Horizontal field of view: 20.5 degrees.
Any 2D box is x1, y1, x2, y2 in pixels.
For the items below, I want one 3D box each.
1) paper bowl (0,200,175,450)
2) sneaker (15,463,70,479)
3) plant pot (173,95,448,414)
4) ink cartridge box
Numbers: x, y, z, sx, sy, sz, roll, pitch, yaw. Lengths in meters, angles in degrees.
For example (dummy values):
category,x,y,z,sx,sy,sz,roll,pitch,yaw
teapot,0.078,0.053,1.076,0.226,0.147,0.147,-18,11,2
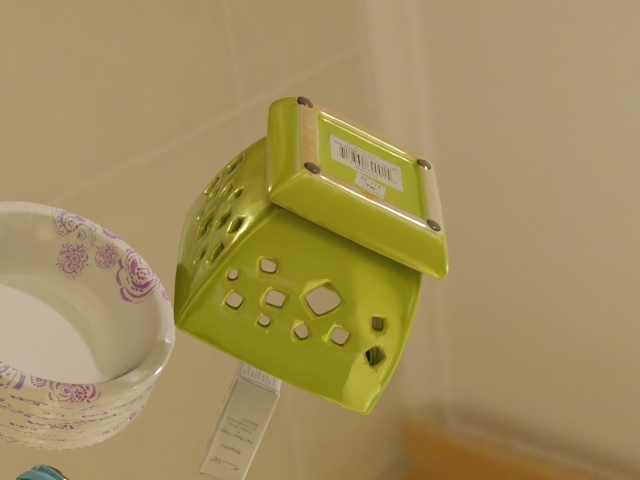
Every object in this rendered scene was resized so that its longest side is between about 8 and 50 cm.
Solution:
category,x,y,z,sx,sy,sz,roll,pitch,yaw
paper bowl,-0.310,0.104,1.896,0.284,0.284,0.148,44,-50,17
sneaker,-0.326,0.400,2.044,0.104,0.125,0.261,-16,-85,48
plant pot,0.000,0.000,1.766,0.228,0.227,0.207,25,-62,-15
ink cartridge box,-0.113,0.256,2.172,0.060,0.275,0.238,23,-83,-2
